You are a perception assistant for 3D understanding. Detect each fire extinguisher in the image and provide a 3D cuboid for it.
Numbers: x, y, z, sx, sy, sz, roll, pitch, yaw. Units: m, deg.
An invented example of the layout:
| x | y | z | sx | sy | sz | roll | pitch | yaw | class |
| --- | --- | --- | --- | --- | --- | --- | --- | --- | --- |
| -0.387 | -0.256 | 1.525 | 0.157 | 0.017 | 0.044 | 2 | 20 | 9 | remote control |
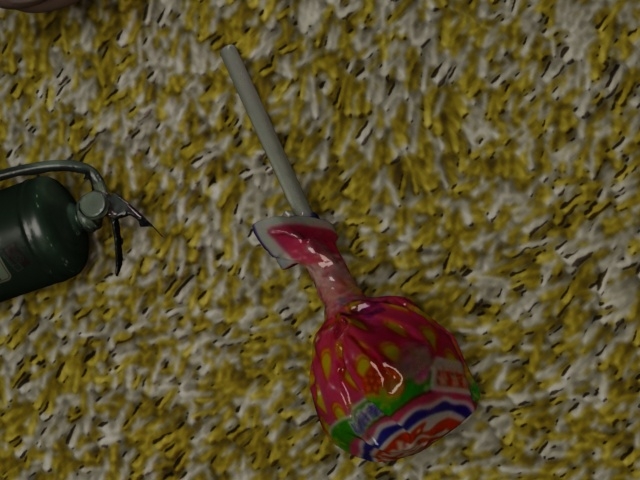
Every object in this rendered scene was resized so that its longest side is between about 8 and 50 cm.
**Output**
| x | y | z | sx | sy | sz | roll | pitch | yaw | class |
| --- | --- | --- | --- | --- | --- | --- | --- | --- | --- |
| -0.274 | 0.006 | 1.129 | 0.294 | 0.093 | 0.118 | -19 | 77 | 12 | fire extinguisher |

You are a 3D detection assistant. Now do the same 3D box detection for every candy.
| x | y | z | sx | sy | sz | roll | pitch | yaw | class |
| --- | --- | --- | --- | --- | --- | --- | --- | --- | --- |
| 0.000 | 0.000 | 1.078 | 0.124 | 0.124 | 0.365 | -28 | 75 | 11 | candy |

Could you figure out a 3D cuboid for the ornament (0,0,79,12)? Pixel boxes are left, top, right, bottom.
| x | y | z | sx | sy | sz | roll | pitch | yaw | class |
| --- | --- | --- | --- | --- | --- | --- | --- | --- | --- |
| -0.239 | -0.266 | 1.086 | 0.178 | 0.177 | 0.177 | 0 | 89 | 12 | ornament |
